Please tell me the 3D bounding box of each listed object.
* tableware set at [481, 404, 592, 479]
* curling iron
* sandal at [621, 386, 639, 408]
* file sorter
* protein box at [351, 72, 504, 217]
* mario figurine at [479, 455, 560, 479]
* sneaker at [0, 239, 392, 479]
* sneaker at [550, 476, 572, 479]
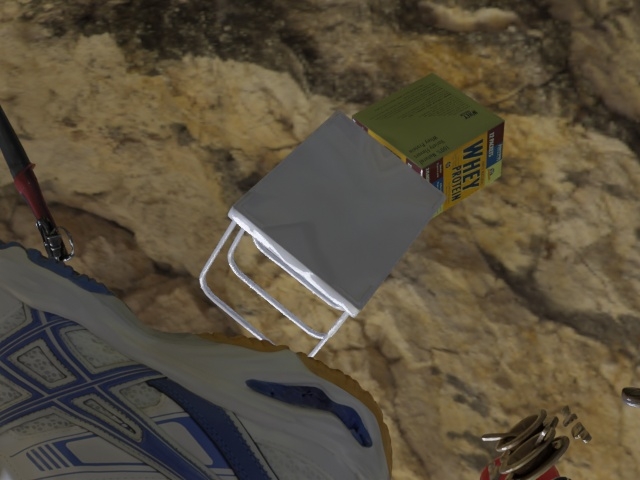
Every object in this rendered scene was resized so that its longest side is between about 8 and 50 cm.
[{"bbox_3d":[0.230,0.227,1.070,0.128,0.194,0.039,-39,-94,6],"label":"tableware set"},{"bbox_3d":[-0.390,-0.089,1.261,0.035,0.068,0.274,-21,-101,-27],"label":"curling iron"},{"bbox_3d":[0.602,0.290,1.629,0.219,0.090,0.060,8,-91,-34],"label":"sandal"},{"bbox_3d":[0.000,0.000,1.250,0.193,0.173,0.278,39,-137,3],"label":"file sorter"},{"bbox_3d":[0.198,-0.174,1.755,0.199,0.201,0.136,-31,-40,-21],"label":"protein box"},{"bbox_3d":[0.210,0.417,1.278,0.198,0.170,0.320,29,-80,-36],"label":"mario figurine"},{"bbox_3d":[-0.120,0.090,0.421,0.112,0.296,0.131,93,-165,-45],"label":"sneaker"},{"bbox_3d":[0.222,0.322,1.066,0.162,0.073,0.063,-12,-115,-30],"label":"sneaker"}]
